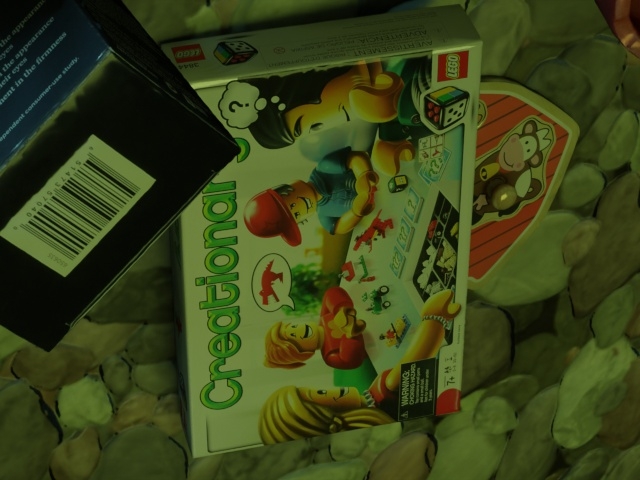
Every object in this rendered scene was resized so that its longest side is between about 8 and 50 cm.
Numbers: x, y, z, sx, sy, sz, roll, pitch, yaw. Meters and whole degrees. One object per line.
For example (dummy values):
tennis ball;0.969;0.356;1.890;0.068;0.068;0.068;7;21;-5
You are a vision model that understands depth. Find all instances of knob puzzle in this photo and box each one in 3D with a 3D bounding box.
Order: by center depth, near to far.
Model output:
knob puzzle;0.098;-0.032;1.354;0.213;0.030;0.213;-16;130;-21

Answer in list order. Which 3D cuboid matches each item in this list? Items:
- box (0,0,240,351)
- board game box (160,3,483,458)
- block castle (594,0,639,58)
box;-0.163;-0.071;1.039;0.153;0.207;0.108;-45;134;8
board game box;0.000;0.000;1.279;0.193;0.053;0.305;-9;128;-12
block castle;0.049;-0.262;0.989;0.453;0.213;0.303;4;121;-26
